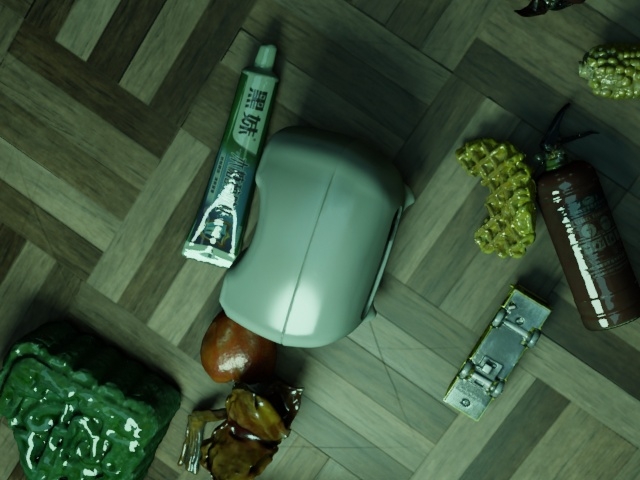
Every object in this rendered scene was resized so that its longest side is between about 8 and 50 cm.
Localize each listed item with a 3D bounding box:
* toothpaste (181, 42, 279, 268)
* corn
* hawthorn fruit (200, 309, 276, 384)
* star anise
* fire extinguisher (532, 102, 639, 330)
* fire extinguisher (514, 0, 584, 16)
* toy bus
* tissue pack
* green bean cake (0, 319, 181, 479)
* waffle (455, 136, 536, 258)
[{"bbox_3d":[-0.138,-0.139,1.765,0.099,0.061,0.392,16,105,-4],"label":"toothpaste"},{"bbox_3d":[0.532,-0.250,1.587,0.288,0.086,0.086,3,101,10],"label":"corn"},{"bbox_3d":[-0.135,0.174,1.786,0.133,0.133,0.138,4,80,12],"label":"hawthorn fruit"},{"bbox_3d":[-0.145,0.334,1.786,0.148,0.237,0.346,45,141,-5],"label":"star anise"},{"bbox_3d":[0.415,-0.041,1.651,0.138,0.102,0.344,-22,95,-17],"label":"fire extinguisher"},{"bbox_3d":[0.411,-0.459,1.553,0.105,0.141,0.341,46,107,29],"label":"fire extinguisher"},{"bbox_3d":[0.289,0.183,1.724,0.081,0.074,0.226,30,105,7],"label":"toy bus"},{"bbox_3d":[0.000,0.000,1.672,0.236,0.229,0.333,19,103,8],"label":"tissue pack"},{"bbox_3d":[-0.440,0.336,1.865,0.300,0.169,0.308,28,106,6],"label":"green bean cake"},{"bbox_3d":[0.281,-0.068,1.673,0.149,0.051,0.194,15,118,53],"label":"waffle"}]
